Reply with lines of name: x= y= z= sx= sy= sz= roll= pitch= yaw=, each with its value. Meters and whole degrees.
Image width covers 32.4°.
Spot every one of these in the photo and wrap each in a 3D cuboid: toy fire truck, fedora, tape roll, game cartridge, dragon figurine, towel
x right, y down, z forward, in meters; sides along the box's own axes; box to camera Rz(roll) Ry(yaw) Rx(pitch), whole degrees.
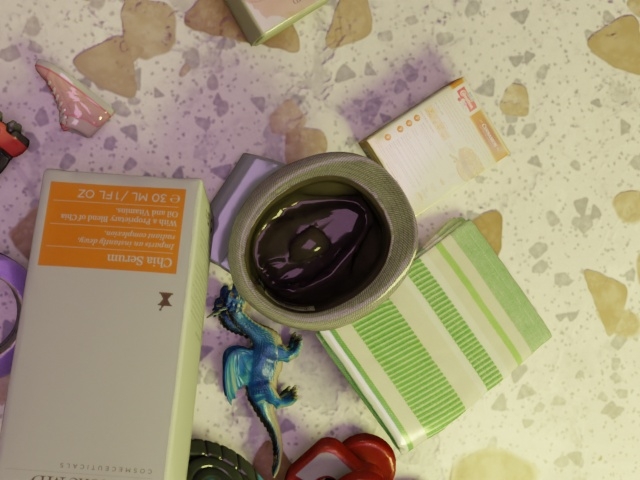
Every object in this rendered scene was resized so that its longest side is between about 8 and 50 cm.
toy fire truck: x=0.053 y=0.460 z=1.689 sx=0.302 sy=0.169 sz=0.254 roll=44 pitch=103 yaw=-8
fedora: x=0.000 y=0.000 z=1.614 sx=0.275 sy=0.124 sz=0.244 roll=-39 pitch=96 yaw=2
tape roll: x=-0.495 y=0.106 z=1.585 sx=0.189 sy=0.080 sz=0.189 roll=-1 pitch=94 yaw=-21
game cartridge: x=-0.033 y=0.004 z=1.698 sx=0.297 sy=0.062 sz=0.198 roll=33 pitch=90 yaw=-10
dragon figurine: x=-0.108 y=0.204 z=1.674 sx=0.144 sy=0.085 sz=0.289 roll=6 pitch=91 yaw=-11
towel: x=0.178 y=0.142 z=1.699 sx=0.325 sy=0.038 sz=0.248 roll=-36 pitch=92 yaw=-24

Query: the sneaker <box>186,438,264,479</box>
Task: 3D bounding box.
sneaker: x=-0.225 y=0.363 z=1.648 sx=0.340 sy=0.125 sz=0.140 roll=30 pitch=130 yaw=-8

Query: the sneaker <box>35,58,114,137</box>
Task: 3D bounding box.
sneaker: x=-0.377 y=-0.204 z=1.624 sx=0.134 sy=0.051 sz=0.070 roll=38 pitch=80 yaw=-14

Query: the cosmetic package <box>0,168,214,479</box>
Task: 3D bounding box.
cosmetic package: x=-0.286 y=0.142 z=1.510 sx=0.230 sy=0.161 sz=0.453 roll=3 pitch=72 yaw=2

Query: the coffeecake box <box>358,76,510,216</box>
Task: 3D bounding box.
coffeecake box: x=0.177 y=-0.145 z=1.722 sx=0.185 sy=0.068 sz=0.142 roll=-33 pitch=98 yaw=-7

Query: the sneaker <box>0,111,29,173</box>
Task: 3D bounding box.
sneaker: x=-0.562 y=-0.170 z=1.567 sx=0.276 sy=0.097 sz=0.135 roll=33 pitch=84 yaw=-12

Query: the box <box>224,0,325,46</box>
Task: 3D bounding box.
box: x=-0.115 y=-0.460 z=1.627 sx=0.148 sy=0.121 sz=0.311 roll=-34 pitch=98 yaw=-8
